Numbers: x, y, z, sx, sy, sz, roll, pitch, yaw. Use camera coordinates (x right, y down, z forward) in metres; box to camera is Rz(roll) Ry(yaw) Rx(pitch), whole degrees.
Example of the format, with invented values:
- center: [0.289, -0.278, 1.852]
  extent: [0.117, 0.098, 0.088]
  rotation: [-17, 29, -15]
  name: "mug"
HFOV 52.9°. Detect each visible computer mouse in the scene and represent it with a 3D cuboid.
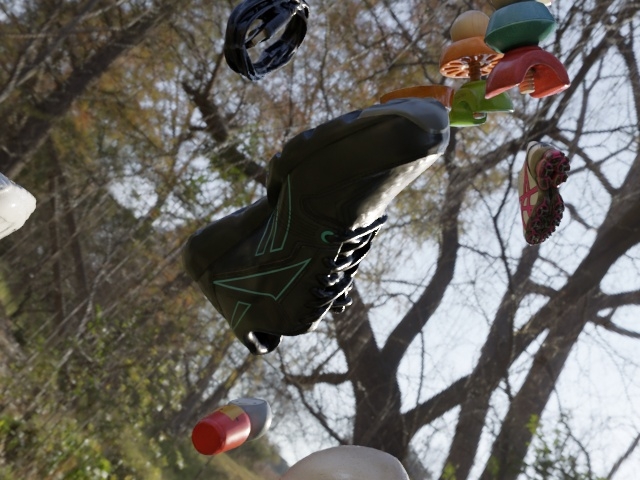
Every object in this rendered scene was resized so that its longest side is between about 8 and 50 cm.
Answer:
- center: [0.012, -0.178, 0.415]
  extent: [0.041, 0.242, 0.071]
  rotation: [19, -34, 17]
  name: "computer mouse"

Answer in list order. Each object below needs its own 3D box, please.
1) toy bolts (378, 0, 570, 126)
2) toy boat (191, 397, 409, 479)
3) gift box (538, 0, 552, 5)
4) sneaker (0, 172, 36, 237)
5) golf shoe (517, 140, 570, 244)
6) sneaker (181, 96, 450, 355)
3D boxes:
- center: [0.197, -0.255, 0.851]
  extent: [0.228, 0.218, 0.158]
  rotation: [170, -85, -65]
  name: "toy bolts"
- center: [-0.027, 0.327, 0.827]
  extent: [0.318, 0.267, 0.148]
  rotation: [44, 12, 16]
  name: "toy boat"
- center: [0.373, -0.521, 0.906]
  extent: [0.258, 0.255, 0.276]
  rotation: [-9, -21, 8]
  name: "gift box"
- center: [-0.340, 0.001, 0.591]
  extent: [0.090, 0.115, 0.232]
  rotation: [33, -32, -28]
  name: "sneaker"
- center: [0.376, -0.081, 1.109]
  extent: [0.086, 0.068, 0.186]
  rotation: [-121, -153, -56]
  name: "golf shoe"
- center: [0.000, 0.000, 0.439]
  extent: [0.267, 0.101, 0.106]
  rotation: [-36, -105, 49]
  name: "sneaker"
